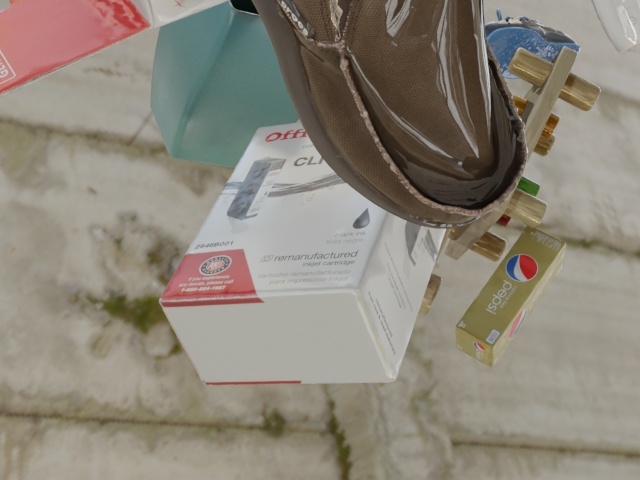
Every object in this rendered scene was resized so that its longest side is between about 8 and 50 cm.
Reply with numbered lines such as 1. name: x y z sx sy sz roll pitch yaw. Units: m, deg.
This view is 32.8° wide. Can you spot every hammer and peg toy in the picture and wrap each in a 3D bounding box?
1. hammer and peg toy: 0.234 -0.066 1.460 0.127 0.266 0.361 27 -107 1

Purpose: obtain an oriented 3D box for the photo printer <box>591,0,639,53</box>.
1. photo printer: 0.404 -0.353 1.304 0.307 0.107 0.256 -16 -89 -50

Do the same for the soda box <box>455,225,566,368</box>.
1. soda box: 0.245 0.070 1.397 0.058 0.061 0.181 30 -113 24

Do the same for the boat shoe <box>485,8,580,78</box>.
1. boat shoe: 0.320 -0.316 1.779 0.258 0.109 0.089 4 -143 -50

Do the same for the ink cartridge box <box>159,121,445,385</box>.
1. ink cartridge box: 0.000 0.000 1.028 0.273 0.197 0.114 -65 -38 -46

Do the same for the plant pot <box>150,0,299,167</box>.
1. plant pot: -0.103 -0.211 1.303 0.165 0.234 0.165 6 -138 -33

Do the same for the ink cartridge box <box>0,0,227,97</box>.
1. ink cartridge box: -0.186 -0.253 0.846 0.261 0.066 0.296 -26 -133 -16

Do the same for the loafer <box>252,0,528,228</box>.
1. loafer: 0.040 -0.143 0.681 0.134 0.130 0.366 -50 -56 -20
